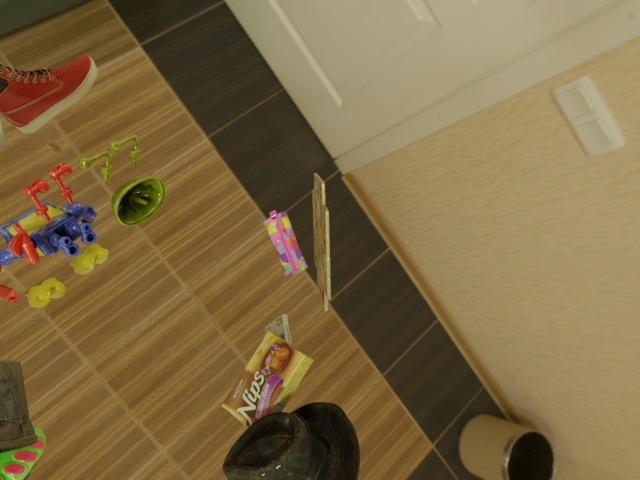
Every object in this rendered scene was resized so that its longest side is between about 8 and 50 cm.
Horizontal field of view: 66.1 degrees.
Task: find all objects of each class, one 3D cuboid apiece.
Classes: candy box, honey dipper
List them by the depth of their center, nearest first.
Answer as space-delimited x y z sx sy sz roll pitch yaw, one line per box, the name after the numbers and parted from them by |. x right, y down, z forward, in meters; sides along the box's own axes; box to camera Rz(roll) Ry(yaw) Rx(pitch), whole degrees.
-0.112 0.301 1.044 0.186 0.109 0.053 -57 148 -9 | candy box
-0.832 -0.305 1.487 0.031 0.160 0.030 1 79 -4 | honey dipper

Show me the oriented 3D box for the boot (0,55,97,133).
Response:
-0.657 -0.380 1.134 0.244 0.176 0.088 -42 60 -6 | boot

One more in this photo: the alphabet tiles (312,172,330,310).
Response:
0.000 0.000 1.321 0.011 0.285 0.342 -4 107 -7 | alphabet tiles

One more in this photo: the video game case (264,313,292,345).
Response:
-0.136 0.329 1.594 0.019 0.157 0.143 2 65 -30 | video game case

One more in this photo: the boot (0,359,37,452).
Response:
-0.741 0.378 1.128 0.076 0.189 0.208 -20 74 1 | boot

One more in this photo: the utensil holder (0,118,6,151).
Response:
-0.677 -0.207 0.632 0.386 0.328 0.327 -25 95 -33 | utensil holder

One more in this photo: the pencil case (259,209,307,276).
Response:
-0.128 0.011 1.763 0.105 0.104 0.236 -22 86 -24 | pencil case

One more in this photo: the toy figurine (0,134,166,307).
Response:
-0.505 -0.056 0.931 0.362 0.218 0.191 -50 135 -39 | toy figurine

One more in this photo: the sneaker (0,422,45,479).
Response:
-0.889 0.684 1.220 0.185 0.202 0.483 36 46 6 | sneaker

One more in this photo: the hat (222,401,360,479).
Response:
-0.093 0.428 0.939 0.134 0.331 0.331 47 69 -27 | hat
